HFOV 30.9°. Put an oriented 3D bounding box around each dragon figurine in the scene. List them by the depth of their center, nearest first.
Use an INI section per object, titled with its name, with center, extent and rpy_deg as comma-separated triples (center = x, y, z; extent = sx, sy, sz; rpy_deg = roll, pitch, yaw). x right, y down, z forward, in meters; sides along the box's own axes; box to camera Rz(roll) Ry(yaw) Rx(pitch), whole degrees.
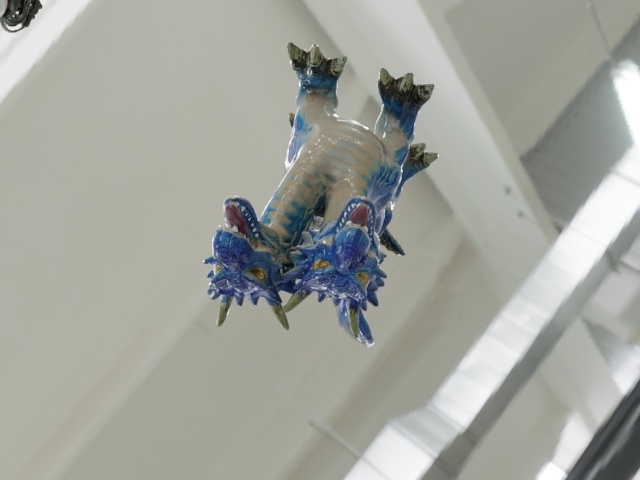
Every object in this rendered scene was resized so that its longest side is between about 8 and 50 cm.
[dragon figurine]
center = 0.000, 0.000, 0.585
extent = 0.289, 0.085, 0.144
rpy_deg = 92, -163, -74

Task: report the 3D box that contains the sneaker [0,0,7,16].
[sneaker]
center = -0.266, -0.170, 0.652
extent = 0.104, 0.236, 0.095
rpy_deg = -24, -58, -25

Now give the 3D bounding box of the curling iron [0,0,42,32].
[curling iron]
center = -0.275, -0.328, 1.082
extent = 0.068, 0.035, 0.274
rpy_deg = 6, -88, -77
